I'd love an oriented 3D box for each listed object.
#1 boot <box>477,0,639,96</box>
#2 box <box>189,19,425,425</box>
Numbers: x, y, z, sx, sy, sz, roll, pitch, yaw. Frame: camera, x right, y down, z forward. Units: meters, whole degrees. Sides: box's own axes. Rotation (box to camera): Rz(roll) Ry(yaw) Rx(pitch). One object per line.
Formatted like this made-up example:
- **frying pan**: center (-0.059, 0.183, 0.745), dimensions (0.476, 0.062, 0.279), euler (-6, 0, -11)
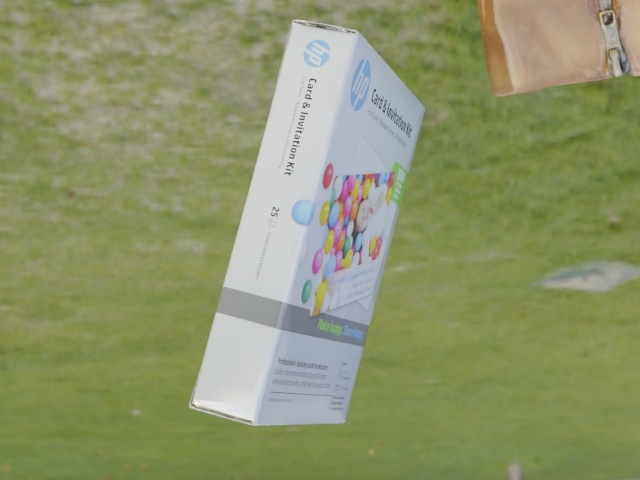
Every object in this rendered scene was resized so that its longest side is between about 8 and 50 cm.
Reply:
- **boot**: center (0.159, -0.214, 0.522), dimensions (0.264, 0.280, 0.096), euler (-12, -168, 29)
- **box**: center (0.000, 0.000, 0.606), dimensions (0.038, 0.186, 0.145), euler (12, 175, 19)
